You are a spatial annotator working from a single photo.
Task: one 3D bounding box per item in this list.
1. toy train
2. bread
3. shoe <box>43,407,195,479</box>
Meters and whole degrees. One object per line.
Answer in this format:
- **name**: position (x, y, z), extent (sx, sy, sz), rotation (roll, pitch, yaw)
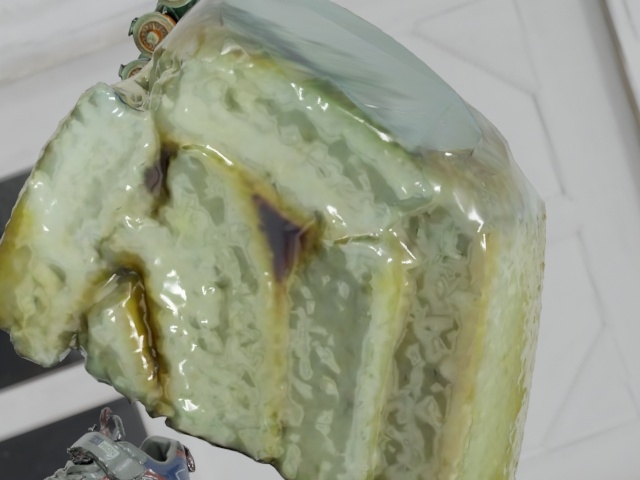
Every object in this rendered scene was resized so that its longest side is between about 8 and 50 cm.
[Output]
- **toy train**: position (-0.109, -0.181, 1.275), extent (0.081, 0.125, 0.194), rotation (-52, 165, -61)
- **bread**: position (0.009, 0.000, 0.930), extent (0.395, 0.264, 0.239), rotation (28, 18, 1)
- **shoe**: position (-0.200, 0.218, 1.262), extent (0.099, 0.227, 0.125), rotation (8, -88, 53)
